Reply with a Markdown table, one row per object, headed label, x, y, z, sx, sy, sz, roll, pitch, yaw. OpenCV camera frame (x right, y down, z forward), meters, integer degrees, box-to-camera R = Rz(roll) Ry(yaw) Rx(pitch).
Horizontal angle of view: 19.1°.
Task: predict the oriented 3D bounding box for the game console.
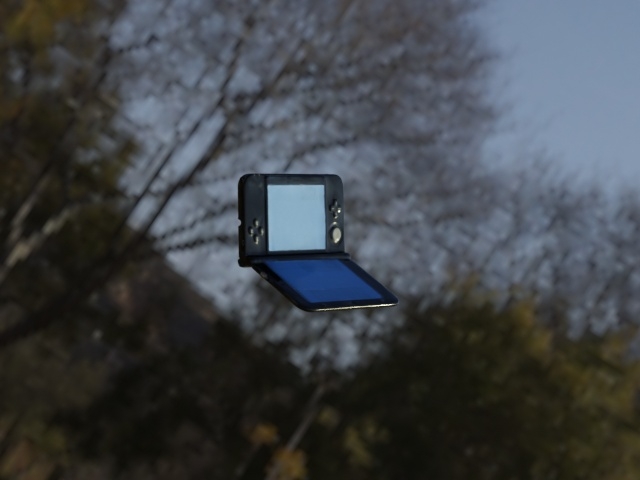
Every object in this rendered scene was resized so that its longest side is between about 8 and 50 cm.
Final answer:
| label | x | y | z | sx | sy | sz | roll | pitch | yaw |
| --- | --- | --- | --- | --- | --- | --- | --- | --- | --- |
| game console | 0.000 | 0.000 | 1.491 | 0.071 | 0.107 | 0.122 | 0 | 0 | 40 |
